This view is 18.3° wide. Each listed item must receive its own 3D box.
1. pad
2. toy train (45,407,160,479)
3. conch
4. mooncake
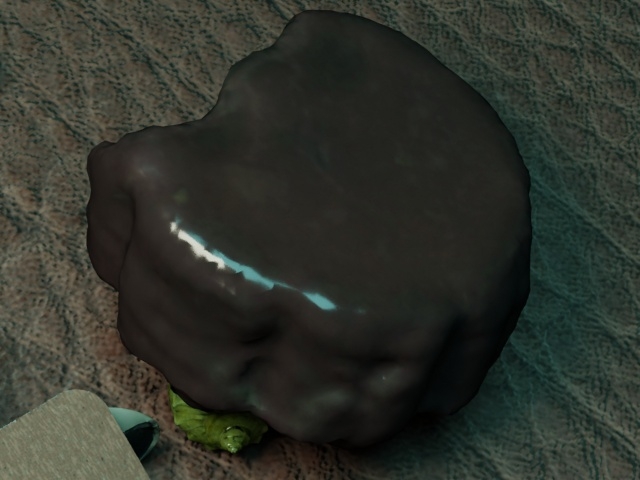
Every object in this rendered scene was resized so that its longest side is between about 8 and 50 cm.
[{"bbox_3d":[-0.193,0.267,1.609,0.176,0.002,0.266,-31,95,-23],"label":"pad"},{"bbox_3d":[-0.314,0.246,1.635,0.407,0.086,0.088,-35,62,-22],"label":"toy train"},{"bbox_3d":[-0.092,0.139,1.718,0.074,0.089,0.121,-40,42,16],"label":"conch"},{"bbox_3d":[0.000,0.000,1.699,0.381,0.212,0.350,-20,54,-34],"label":"mooncake"}]
